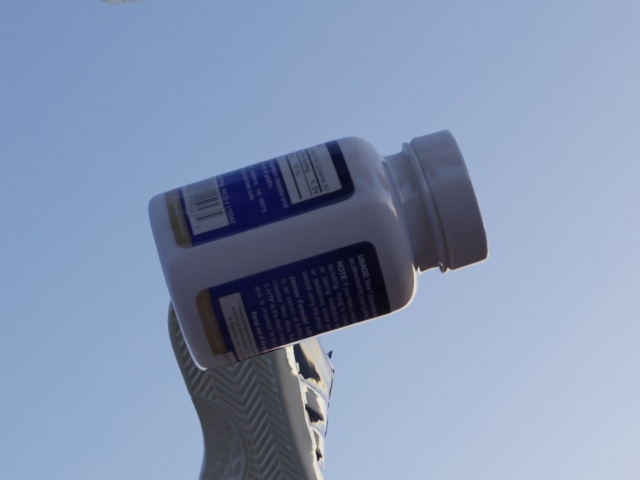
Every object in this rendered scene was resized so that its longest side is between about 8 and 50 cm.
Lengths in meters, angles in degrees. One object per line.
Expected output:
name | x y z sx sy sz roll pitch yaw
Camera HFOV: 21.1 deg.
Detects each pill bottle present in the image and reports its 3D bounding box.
pill bottle | 0.000 0.000 1.028 0.186 0.112 0.112 -17 -28 -1

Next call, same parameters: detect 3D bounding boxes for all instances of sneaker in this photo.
sneaker | -0.037 0.172 1.476 0.131 0.350 0.148 2 16 20

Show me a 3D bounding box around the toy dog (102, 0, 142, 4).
toy dog | -0.086 -0.321 0.884 0.284 0.408 0.395 -7 -57 2
